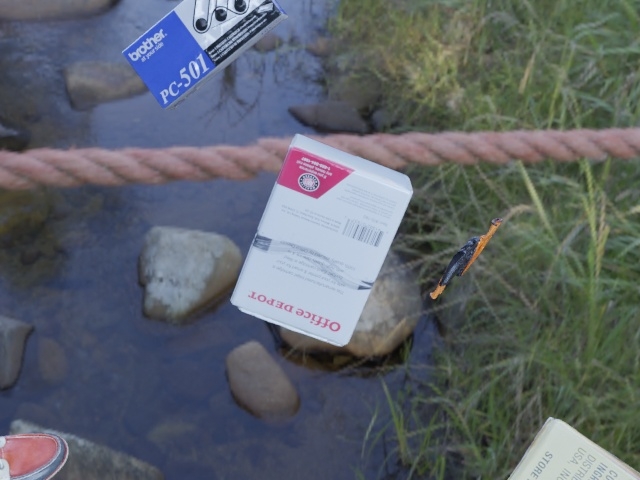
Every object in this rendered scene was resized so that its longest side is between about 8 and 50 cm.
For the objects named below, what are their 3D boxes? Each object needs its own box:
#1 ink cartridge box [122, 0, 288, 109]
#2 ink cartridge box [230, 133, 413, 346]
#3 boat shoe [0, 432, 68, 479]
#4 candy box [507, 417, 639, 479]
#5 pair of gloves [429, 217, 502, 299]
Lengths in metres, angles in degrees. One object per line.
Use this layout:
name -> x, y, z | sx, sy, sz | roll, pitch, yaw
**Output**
ink cartridge box -> -0.155, -0.277, 1.197 | 0.097, 0.207, 0.046 | 54, 12, -2
ink cartridge box -> 0.000, 0.000, 0.768 | 0.109, 0.150, 0.063 | 21, 17, -5
boat shoe -> -0.269, 0.177, 0.699 | 0.137, 0.043, 0.049 | -11, 54, -12
candy box -> 0.206, 0.197, 0.288 | 0.087, 0.183, 0.316 | -55, 37, -1
pair of gloves -> 0.133, 0.015, 0.821 | 0.010, 0.074, 0.083 | 40, 35, 15
